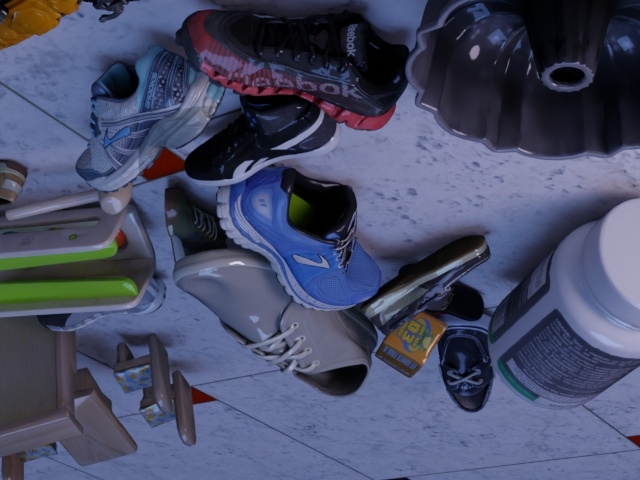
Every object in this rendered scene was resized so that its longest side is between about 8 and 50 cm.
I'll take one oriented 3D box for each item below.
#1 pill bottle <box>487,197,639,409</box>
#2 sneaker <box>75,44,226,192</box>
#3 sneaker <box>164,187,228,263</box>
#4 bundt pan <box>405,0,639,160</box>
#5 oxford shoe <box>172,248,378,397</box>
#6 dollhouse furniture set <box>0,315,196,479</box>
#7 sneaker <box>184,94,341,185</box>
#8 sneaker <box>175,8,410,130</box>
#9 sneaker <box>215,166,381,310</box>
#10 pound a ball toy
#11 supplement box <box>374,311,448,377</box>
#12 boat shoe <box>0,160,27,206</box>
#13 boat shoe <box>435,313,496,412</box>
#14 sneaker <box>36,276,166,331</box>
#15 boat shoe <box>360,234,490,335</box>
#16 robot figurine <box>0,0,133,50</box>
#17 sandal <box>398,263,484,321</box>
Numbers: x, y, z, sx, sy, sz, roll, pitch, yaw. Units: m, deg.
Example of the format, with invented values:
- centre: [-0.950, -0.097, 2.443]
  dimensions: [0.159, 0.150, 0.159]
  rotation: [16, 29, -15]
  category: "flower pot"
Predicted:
- centre: [0.392, 0.094, 1.820]
  dimensions: [0.204, 0.204, 0.361]
  rotation: [11, 153, -11]
  category: "pill bottle"
- centre: [-0.235, -0.159, 1.588]
  dimensions: [0.122, 0.110, 0.283]
  rotation: [39, 139, -20]
  category: "sneaker"
- centre: [-0.176, -0.022, 1.867]
  dimensions: [0.086, 0.064, 0.192]
  rotation: [-2, 153, -1]
  category: "sneaker"
- centre: [0.254, -0.216, 1.325]
  dimensions: [0.331, 0.124, 0.331]
  rotation: [5, 152, 2]
  category: "bundt pan"
- centre: [-0.053, 0.130, 1.957]
  dimensions: [0.169, 0.130, 0.449]
  rotation: [-14, 149, 31]
  category: "oxford shoe"
- centre: [-0.448, 0.319, 2.272]
  dimensions: [0.362, 0.256, 0.394]
  rotation: [-16, 140, 6]
  category: "dollhouse furniture set"
- centre: [-0.094, -0.143, 1.600]
  dimensions: [0.217, 0.079, 0.121]
  rotation: [-15, 144, 20]
  category: "sneaker"
- centre: [-0.017, -0.208, 1.423]
  dimensions: [0.276, 0.097, 0.135]
  rotation: [15, 152, -23]
  category: "sneaker"
- centre: [0.000, 0.000, 1.795]
  dimensions: [0.147, 0.130, 0.330]
  rotation: [-10, 149, 32]
  category: "sneaker"
- centre: [-0.381, -0.012, 1.880]
  dimensions: [0.319, 0.136, 0.208]
  rotation: [-5, 127, 19]
  category: "pound a ball toy"
- centre: [0.142, 0.162, 2.058]
  dimensions: [0.080, 0.078, 0.233]
  rotation: [32, 170, 3]
  category: "supplement box"
- centre: [-0.503, -0.061, 1.833]
  dimensions: [0.190, 0.072, 0.068]
  rotation: [-14, 147, 33]
  category: "boat shoe"
- centre: [0.248, 0.212, 2.189]
  dimensions: [0.108, 0.102, 0.301]
  rotation: [1, 153, 8]
  category: "boat shoe"
- centre: [-0.375, 0.072, 2.075]
  dimensions: [0.229, 0.086, 0.132]
  rotation: [-13, 144, 13]
  category: "sneaker"
- centre: [0.164, 0.069, 1.895]
  dimensions: [0.223, 0.080, 0.073]
  rotation: [-31, 103, 25]
  category: "boat shoe"
- centre: [-0.298, -0.296, 1.320]
  dimensions: [0.291, 0.085, 0.211]
  rotation: [-18, 145, 39]
  category: "robot figurine"
- centre: [0.181, 0.087, 2.004]
  dimensions: [0.179, 0.067, 0.040]
  rotation: [24, 159, -36]
  category: "sandal"
